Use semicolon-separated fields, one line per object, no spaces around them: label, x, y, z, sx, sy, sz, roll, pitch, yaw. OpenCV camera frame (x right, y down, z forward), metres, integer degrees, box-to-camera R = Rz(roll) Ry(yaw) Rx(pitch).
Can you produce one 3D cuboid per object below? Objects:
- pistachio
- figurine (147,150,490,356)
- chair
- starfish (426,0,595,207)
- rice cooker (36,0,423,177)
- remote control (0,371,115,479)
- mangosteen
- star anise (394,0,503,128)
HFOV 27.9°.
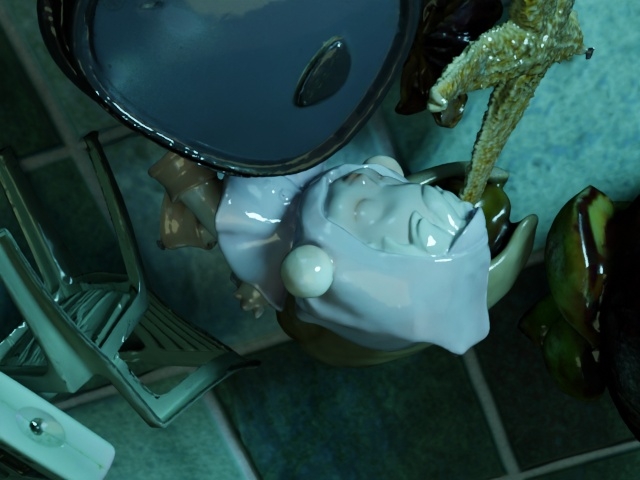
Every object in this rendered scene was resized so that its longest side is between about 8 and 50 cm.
pistachio;0.071;0.024;1.090;0.237;0.153;0.138;-31;81;16
figurine;0.001;0.000;0.966;0.275;0.200;0.133;18;120;15
chair;-0.194;0.058;1.069;0.203;0.190;0.275;-2;125;41
starfish;0.143;-0.141;0.953;0.048;0.231;0.295;34;108;21
rice cooker;-0.055;-0.191;0.894;0.267;0.224;0.267;-1;124;-1
remote control;-0.311;0.156;1.095;0.145;0.050;0.344;39;153;-26
mangosteen;0.340;0.062;1.041;0.311;0.311;0.311;-1;122;-1
star anise;0.107;-0.179;0.995;0.070;0.097;0.191;5;120;-30
